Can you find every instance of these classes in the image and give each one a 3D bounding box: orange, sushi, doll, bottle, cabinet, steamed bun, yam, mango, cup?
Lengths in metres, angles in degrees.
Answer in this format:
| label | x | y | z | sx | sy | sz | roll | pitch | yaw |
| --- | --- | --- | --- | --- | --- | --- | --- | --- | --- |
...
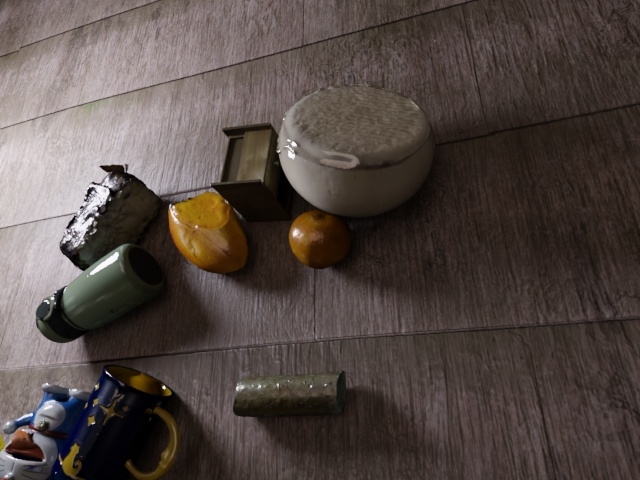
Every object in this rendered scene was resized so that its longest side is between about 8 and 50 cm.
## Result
| label | x | y | z | sx | sy | sz | roll | pitch | yaw |
| --- | --- | --- | --- | --- | --- | --- | --- | --- | --- |
| orange | 0.000 | 0.000 | 1.086 | 0.158 | 0.136 | 0.159 | 5 | 30 | -3 |
| sushi | -0.634 | -0.070 | 1.317 | 0.181 | 0.196 | 0.344 | 22 | 76 | 20 |
| doll | -0.678 | 0.492 | 1.099 | 0.215 | 0.161 | 0.257 | 12 | 66 | -2 |
| bottle | -0.620 | 0.158 | 1.224 | 0.346 | 0.168 | 0.169 | -31 | 60 | 7 |
| cabinet | -0.163 | -0.174 | 1.178 | 0.148 | 0.215 | 0.175 | -2 | 66 | 19 |
| steamed bun | 0.086 | -0.202 | 1.076 | 0.374 | 0.241 | 0.375 | -3 | 45 | 3 |
| yam | -0.071 | 0.344 | 0.982 | 0.259 | 0.093 | 0.093 | -8 | 64 | 17 |
| mango | -0.294 | -0.004 | 1.197 | 0.187 | 0.138 | 0.257 | -32 | 62 | -7 |
| cup | -0.463 | 0.452 | 1.005 | 0.255 | 0.178 | 0.256 | 8 | 69 | 52 |

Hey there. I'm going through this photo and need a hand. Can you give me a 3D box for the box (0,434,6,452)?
| label | x | y | z | sx | sy | sz | roll | pitch | yaw |
| --- | --- | --- | --- | --- | --- | --- | --- | --- | --- |
| box | -0.819 | 0.644 | 1.121 | 0.279 | 0.041 | 0.153 | 35 | 98 | 30 |
